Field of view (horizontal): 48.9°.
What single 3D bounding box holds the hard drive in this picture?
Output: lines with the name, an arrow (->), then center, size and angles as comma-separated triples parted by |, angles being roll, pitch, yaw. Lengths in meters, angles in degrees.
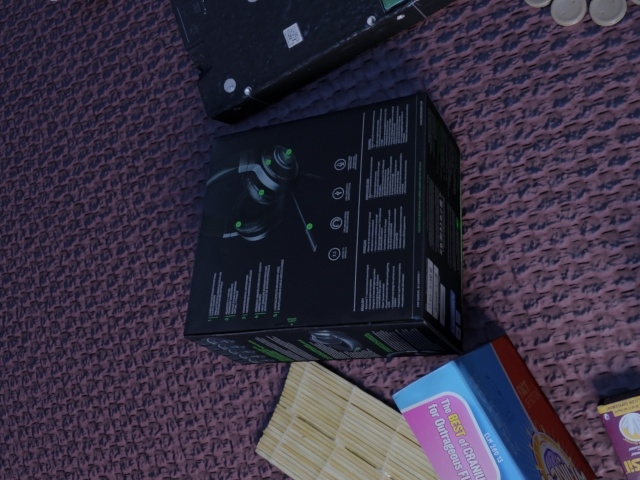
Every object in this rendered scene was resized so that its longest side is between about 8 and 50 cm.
hard drive -> -0.026, -0.320, 0.865 | 0.339, 0.064, 0.237 | -25, 79, 24

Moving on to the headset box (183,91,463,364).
headset box -> 0.000, 0.000, 0.766 | 0.283, 0.131, 0.246 | -8, 64, 25

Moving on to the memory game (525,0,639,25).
memory game -> 0.290, -0.315, 0.737 | 0.186, 0.012, 0.186 | 0, 89, 26

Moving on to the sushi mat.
sushi mat -> 0.070, 0.271, 0.830 | 0.316, 0.019, 0.151 | 28, 100, 23

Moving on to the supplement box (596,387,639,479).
supplement box -> 0.316, 0.193, 0.697 | 0.055, 0.043, 0.083 | -25, 79, 23

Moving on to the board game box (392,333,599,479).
board game box -> 0.207, 0.247, 0.641 | 0.064, 0.242, 0.316 | -35, 75, 20
